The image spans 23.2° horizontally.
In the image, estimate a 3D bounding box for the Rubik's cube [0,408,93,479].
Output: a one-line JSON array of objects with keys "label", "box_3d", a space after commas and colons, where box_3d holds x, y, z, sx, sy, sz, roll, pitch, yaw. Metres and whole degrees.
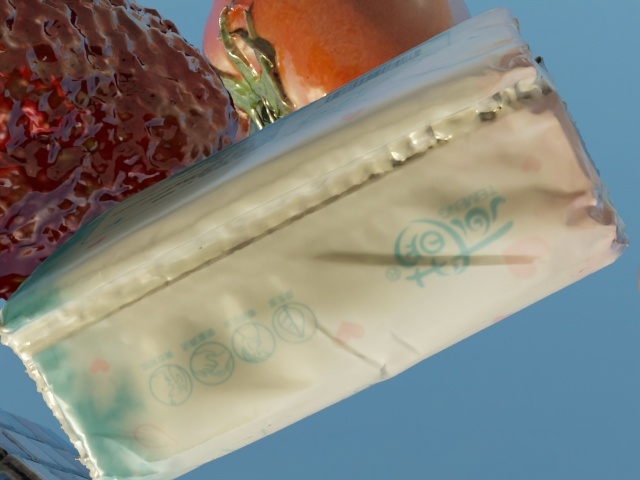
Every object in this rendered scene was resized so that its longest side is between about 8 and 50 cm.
[{"label": "Rubik's cube", "box_3d": [-0.268, 0.324, 1.296, 0.293, 0.292, 0.287, 34, -95, 21]}]

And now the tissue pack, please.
[{"label": "tissue pack", "box_3d": [0.000, -0.001, 0.764, 0.271, 0.124, 0.201, -28, -167, 10]}]

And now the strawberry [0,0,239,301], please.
[{"label": "strawberry", "box_3d": [-0.216, -0.075, 0.996, 0.261, 0.257, 0.261, -26, -128, 39]}]

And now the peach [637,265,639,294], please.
[{"label": "peach", "box_3d": [0.359, 0.046, 1.423, 0.151, 0.118, 0.151, -7, -143, 5]}]

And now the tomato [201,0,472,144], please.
[{"label": "tomato", "box_3d": [0.015, -0.147, 1.351, 0.224, 0.256, 0.256, -29, -130, -34]}]
